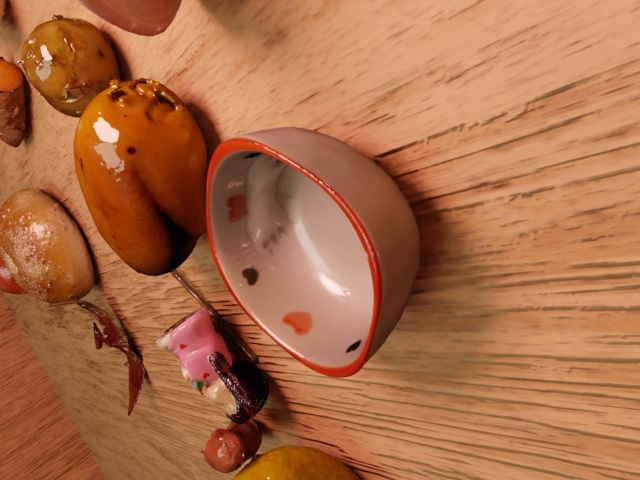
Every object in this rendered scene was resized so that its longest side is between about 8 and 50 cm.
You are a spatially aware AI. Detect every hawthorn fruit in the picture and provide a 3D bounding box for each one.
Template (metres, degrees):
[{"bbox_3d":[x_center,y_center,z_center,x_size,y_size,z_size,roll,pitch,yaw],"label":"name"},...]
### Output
[{"bbox_3d":[-0.859,0.076,1.537,0.172,0.173,0.173,28,133,34],"label":"hawthorn fruit"}]

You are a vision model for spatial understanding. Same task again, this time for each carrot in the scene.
[{"bbox_3d":[-0.687,-0.280,1.169,0.102,0.102,0.263,53,148,8],"label":"carrot"}]

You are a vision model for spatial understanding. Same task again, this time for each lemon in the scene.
[{"bbox_3d":[-0.029,0.440,0.780,0.267,0.267,0.267,28,133,34],"label":"lemon"}]

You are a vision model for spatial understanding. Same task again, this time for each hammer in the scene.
[{"bbox_3d":[-0.211,0.108,0.942,0.292,0.029,0.058,43,142,17],"label":"hammer"}]

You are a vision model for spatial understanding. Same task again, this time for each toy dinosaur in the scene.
[{"bbox_3d":[-0.540,0.263,1.319,0.206,0.113,0.327,23,138,23],"label":"toy dinosaur"}]

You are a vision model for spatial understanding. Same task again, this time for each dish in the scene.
[{"bbox_3d":[0.000,0.000,0.547,0.256,0.117,0.256,28,133,35],"label":"dish"}]

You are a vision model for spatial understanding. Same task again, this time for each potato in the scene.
[{"bbox_3d":[-0.362,-0.251,0.785,0.176,0.137,0.137,19,131,68],"label":"potato"}]

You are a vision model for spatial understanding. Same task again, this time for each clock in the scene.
[{"bbox_3d":[-0.179,0.211,0.897,0.195,0.100,0.194,52,158,-3],"label":"clock"}]

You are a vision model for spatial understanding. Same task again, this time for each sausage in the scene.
[{"bbox_3d":[-0.143,0.340,0.894,0.078,0.078,0.304,51,172,10],"label":"sausage"}]

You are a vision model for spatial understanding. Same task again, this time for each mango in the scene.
[{"bbox_3d":[-0.239,-0.082,0.737,0.201,0.153,0.287,21,135,19],"label":"mango"}]

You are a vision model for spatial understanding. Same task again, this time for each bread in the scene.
[{"bbox_3d":[-0.683,0.022,1.303,0.305,0.158,0.306,30,135,34],"label":"bread"}]

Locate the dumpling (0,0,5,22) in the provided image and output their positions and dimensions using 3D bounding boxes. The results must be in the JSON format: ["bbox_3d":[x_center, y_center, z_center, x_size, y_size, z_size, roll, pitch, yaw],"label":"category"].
[{"bbox_3d":[-0.650,-0.455,0.964,0.250,0.132,0.162,51,154,35],"label":"dumpling"}]

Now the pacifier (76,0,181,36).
[{"bbox_3d":[-0.195,-0.338,0.453,0.273,0.220,0.332,-41,59,52],"label":"pacifier"}]
